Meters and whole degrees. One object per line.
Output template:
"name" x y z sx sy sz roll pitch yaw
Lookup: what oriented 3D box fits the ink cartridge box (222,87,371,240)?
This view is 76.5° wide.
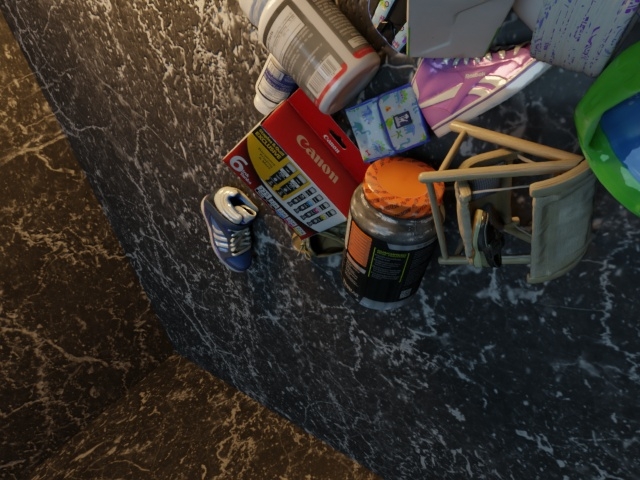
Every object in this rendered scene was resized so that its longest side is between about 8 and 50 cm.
"ink cartridge box" -0.047 -0.179 1.027 0.309 0.130 0.272 45 142 -17

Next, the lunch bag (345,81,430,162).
"lunch bag" 0.148 -0.251 0.872 0.151 0.096 0.129 -11 111 32

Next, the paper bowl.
"paper bowl" 0.329 -0.350 0.462 0.148 0.284 0.284 31 137 21

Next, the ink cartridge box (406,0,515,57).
"ink cartridge box" 0.175 -0.435 0.485 0.119 0.207 0.353 5 95 11

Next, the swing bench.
"swing bench" 0.341 -0.060 0.721 0.254 0.165 0.253 15 150 36

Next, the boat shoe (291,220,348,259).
"boat shoe" 0.000 0.000 1.208 0.285 0.089 0.104 -11 113 48

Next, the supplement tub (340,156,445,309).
"supplement tub" 0.161 -0.009 0.940 0.207 0.207 0.338 31 142 21

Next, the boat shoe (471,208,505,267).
"boat shoe" 0.276 -0.001 0.664 0.049 0.056 0.152 7 156 27

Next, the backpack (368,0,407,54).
"backpack" 0.175 -0.416 0.687 0.158 0.117 0.173 48 140 2

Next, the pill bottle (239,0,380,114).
"pill bottle" -0.023 -0.419 0.838 0.283 0.161 0.161 50 141 0

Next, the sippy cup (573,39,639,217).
"sippy cup" 0.488 -0.158 0.480 0.240 0.305 0.224 55 152 12

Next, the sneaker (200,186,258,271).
"sneaker" -0.289 -0.033 1.420 0.236 0.130 0.323 -5 112 50

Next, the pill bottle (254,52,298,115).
"pill bottle" -0.102 -0.387 0.990 0.094 0.094 0.169 49 141 1

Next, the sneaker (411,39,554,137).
"sneaker" 0.273 -0.307 0.700 0.282 0.102 0.161 -24 100 50
